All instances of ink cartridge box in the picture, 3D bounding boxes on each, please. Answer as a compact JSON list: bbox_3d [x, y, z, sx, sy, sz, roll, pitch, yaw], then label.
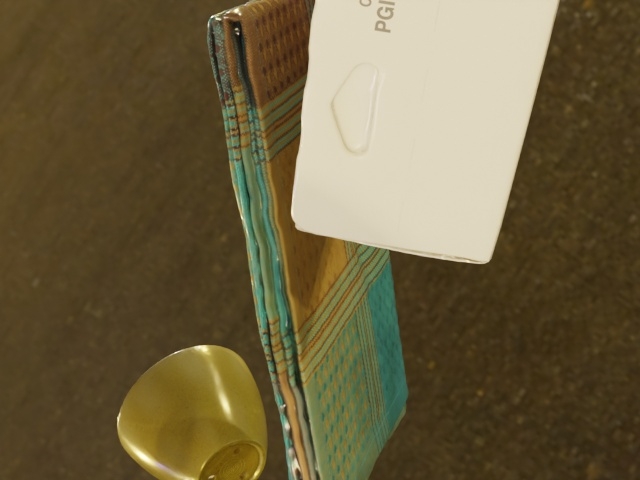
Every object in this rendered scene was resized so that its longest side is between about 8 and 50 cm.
[{"bbox_3d":[0.072,-0.157,0.789,0.207,0.117,0.283,98,-175,-46],"label":"ink cartridge box"}]

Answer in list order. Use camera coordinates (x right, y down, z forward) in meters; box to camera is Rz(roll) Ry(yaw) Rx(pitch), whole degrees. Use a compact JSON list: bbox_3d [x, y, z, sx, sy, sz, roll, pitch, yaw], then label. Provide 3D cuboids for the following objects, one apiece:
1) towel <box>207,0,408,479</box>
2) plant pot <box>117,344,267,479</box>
[{"bbox_3d":[0.000,0.000,1.014,0.040,0.370,0.271,-4,15,17],"label":"towel"},{"bbox_3d":[-0.101,0.175,1.234,0.134,0.134,0.095,-53,45,10],"label":"plant pot"}]
